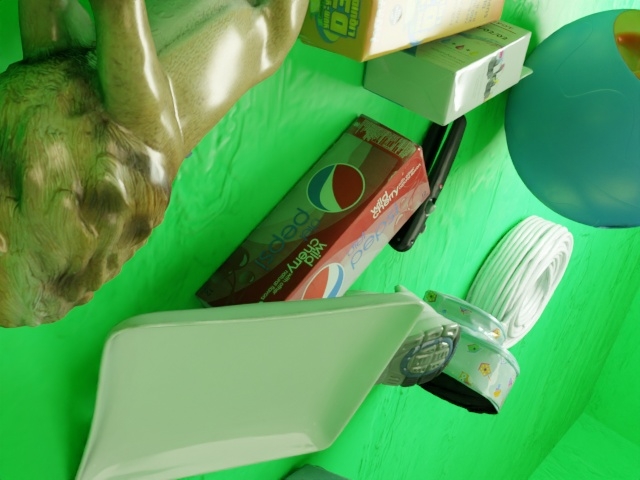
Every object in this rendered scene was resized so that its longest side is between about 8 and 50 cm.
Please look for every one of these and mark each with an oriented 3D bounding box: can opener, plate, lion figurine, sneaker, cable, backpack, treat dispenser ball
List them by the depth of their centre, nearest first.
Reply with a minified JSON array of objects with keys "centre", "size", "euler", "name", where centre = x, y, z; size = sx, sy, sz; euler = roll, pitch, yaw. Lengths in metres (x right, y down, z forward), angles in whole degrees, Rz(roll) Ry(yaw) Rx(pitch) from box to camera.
[{"centre":[-0.089,-0.123,0.489],"size":[0.392,0.142,0.240],"euler":[-43,155,-33],"name":"lion figurine"},{"centre":[-0.076,0.134,0.710],"size":[0.277,0.045,0.278],"euler":[-2,140,-26],"name":"plate"},{"centre":[0.022,0.123,0.919],"size":[0.297,0.129,0.111],"euler":[-4,125,-34],"name":"sneaker"},{"centre":[0.126,-0.071,0.937],"size":[0.186,0.059,0.073],"euler":[-59,150,2],"name":"can opener"},{"centre":[0.392,-0.159,1.025],"size":[0.288,0.288,0.288],"euler":[-37,144,-33],"name":"treat dispenser ball"},{"centre":[0.205,0.172,1.152],"size":[0.144,0.188,0.166],"euler":[-52,149,-11],"name":"backpack"},{"centre":[0.364,0.079,1.411],"size":[0.257,0.089,0.257],"euler":[8,110,-59],"name":"cable"}]

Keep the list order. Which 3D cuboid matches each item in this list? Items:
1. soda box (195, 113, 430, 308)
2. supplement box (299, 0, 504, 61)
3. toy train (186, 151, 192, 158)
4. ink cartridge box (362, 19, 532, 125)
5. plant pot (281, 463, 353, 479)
[{"centre":[0.000,0.000,0.789],"size":[0.263,0.083,0.092],"euler":[-48,149,-16],"name":"soda box"},{"centre":[0.086,-0.229,0.711],"size":[0.233,0.080,0.078],"euler":[-27,137,-40],"name":"supplement box"},{"centre":[-0.142,-0.044,0.589],"size":[0.158,0.027,0.036],"euler":[-48,153,-16],"name":"toy train"},{"centre":[0.142,-0.193,0.801],"size":[0.181,0.104,0.062],"euler":[-33,143,-38],"name":"ink cartridge box"},{"centre":[0.006,0.472,1.096],"size":[0.247,0.247,0.252],"euler":[71,38,-54],"name":"plant pot"}]
